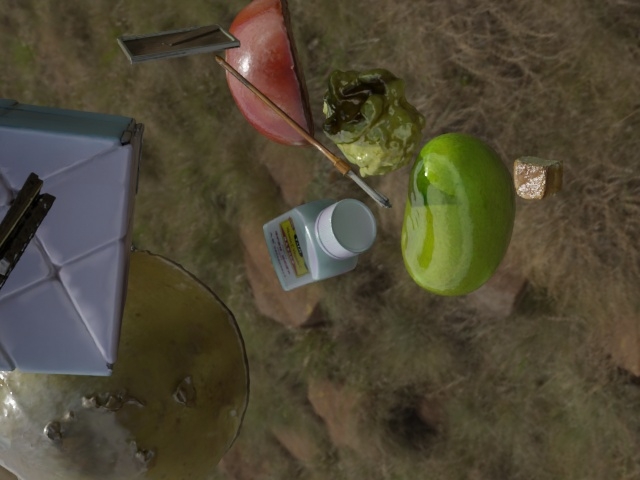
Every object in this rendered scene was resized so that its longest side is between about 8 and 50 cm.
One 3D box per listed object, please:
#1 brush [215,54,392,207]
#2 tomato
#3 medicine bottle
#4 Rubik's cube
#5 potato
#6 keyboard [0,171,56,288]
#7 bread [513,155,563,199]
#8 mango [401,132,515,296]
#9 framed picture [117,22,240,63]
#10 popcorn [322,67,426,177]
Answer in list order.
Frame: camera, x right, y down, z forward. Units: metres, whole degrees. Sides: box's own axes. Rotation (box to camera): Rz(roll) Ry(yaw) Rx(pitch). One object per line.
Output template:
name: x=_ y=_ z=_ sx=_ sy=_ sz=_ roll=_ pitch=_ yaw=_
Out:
brush: x=-0.027 y=-0.147 z=1.061 sx=0.314 sy=0.017 sz=0.090 roll=42 pitch=-176 yaw=7
tomato: x=-0.103 y=-0.319 z=1.543 sx=0.338 sy=0.143 sz=0.338 roll=-12 pitch=-90 yaw=-85
medicine bottle: x=0.000 y=0.000 z=0.764 sx=0.118 sy=0.055 sz=0.074 roll=-22 pitch=84 yaw=55
Rubik's cube: x=-0.298 y=-0.015 z=0.777 sx=0.224 sy=0.231 sz=0.221 roll=-130 pitch=47 yaw=-71
potato: x=-0.362 y=0.220 z=1.148 sx=0.442 sy=0.319 sz=0.385 roll=23 pitch=111 yaw=19
keyboard: x=-0.288 y=0.084 z=0.612 sx=0.027 sy=0.106 sz=0.317 roll=30 pitch=121 yaw=-18
bread: x=0.401 y=-0.116 z=1.477 sx=0.076 sy=0.083 sz=0.070 roll=14 pitch=110 yaw=38
mango: x=0.202 y=-0.038 z=1.141 sx=0.149 sy=0.185 sz=0.273 roll=27 pitch=136 yaw=30
framed picture: x=-0.195 y=-0.271 z=1.088 sx=0.109 sy=0.149 sz=0.011 roll=-127 pitch=30 yaw=-54
popcorn: x=0.106 y=-0.247 z=1.683 sx=0.256 sy=0.195 sz=0.255 roll=54 pitch=177 yaw=37
